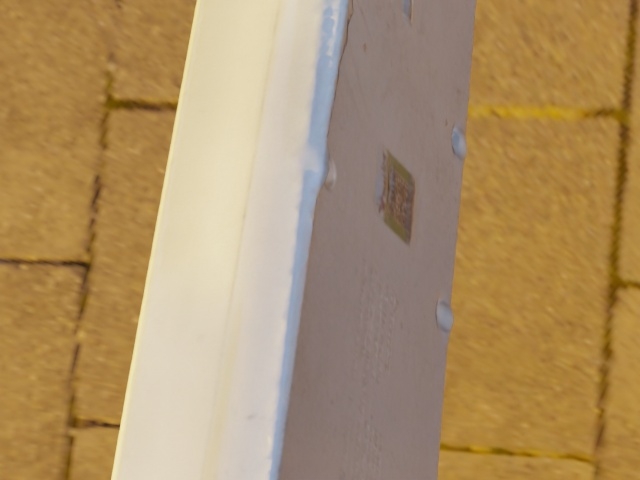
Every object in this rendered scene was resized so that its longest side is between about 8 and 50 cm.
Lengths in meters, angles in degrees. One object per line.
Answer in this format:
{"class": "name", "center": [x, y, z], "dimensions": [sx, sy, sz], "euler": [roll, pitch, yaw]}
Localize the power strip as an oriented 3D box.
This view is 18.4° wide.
{"class": "power strip", "center": [0.000, 0.000, 0.366], "dimensions": [0.035, 0.081, 0.192], "euler": [-3, 65, 22]}
